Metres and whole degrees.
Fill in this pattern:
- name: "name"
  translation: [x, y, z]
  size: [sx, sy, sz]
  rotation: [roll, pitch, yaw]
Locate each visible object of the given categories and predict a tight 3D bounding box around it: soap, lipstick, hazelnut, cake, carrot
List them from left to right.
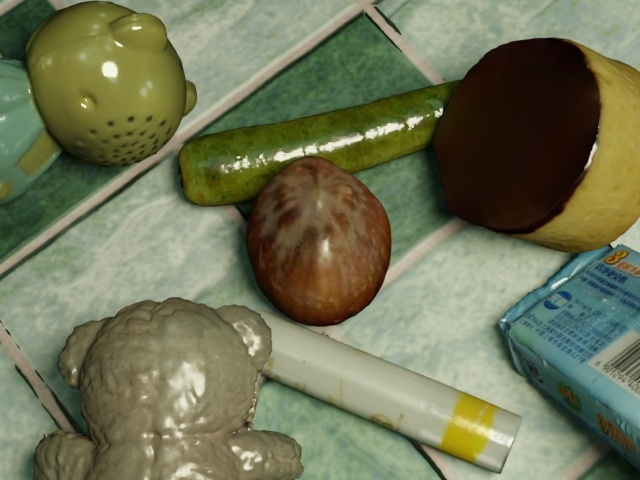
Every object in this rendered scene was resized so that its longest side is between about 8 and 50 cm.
- name: "hazelnut"
  translation: [0.000, 0.000, 1.069]
  size: [0.143, 0.143, 0.154]
  rotation: [-4, 53, 3]
- name: "carrot"
  translation: [0.036, -0.102, 1.147]
  size: [0.359, 0.074, 0.074]
  rotation: [-14, 70, -4]
- name: "lipstick"
  translation: [0.050, 0.136, 1.063]
  size: [0.264, 0.059, 0.059]
  rotation: [22, 73, 11]
- name: "cake"
  translation: [0.234, -0.080, 1.083]
  size: [0.208, 0.178, 0.185]
  rotation: [5, 82, 46]
- name: "soap"
  translation: [0.276, 0.099, 0.977]
  size: [0.156, 0.293, 0.077]
  rotation: [-35, 116, -7]

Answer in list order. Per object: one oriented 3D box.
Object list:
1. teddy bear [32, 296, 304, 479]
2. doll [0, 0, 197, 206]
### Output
- name: "teddy bear"
  translation: [-0.134, 0.185, 1.009]
  size: [0.236, 0.151, 0.267]
  rotation: [-5, 71, 0]
- name: "doll"
  translation: [-0.256, -0.134, 1.120]
  size: [0.261, 0.177, 0.161]
  rotation: [-19, 66, 0]
